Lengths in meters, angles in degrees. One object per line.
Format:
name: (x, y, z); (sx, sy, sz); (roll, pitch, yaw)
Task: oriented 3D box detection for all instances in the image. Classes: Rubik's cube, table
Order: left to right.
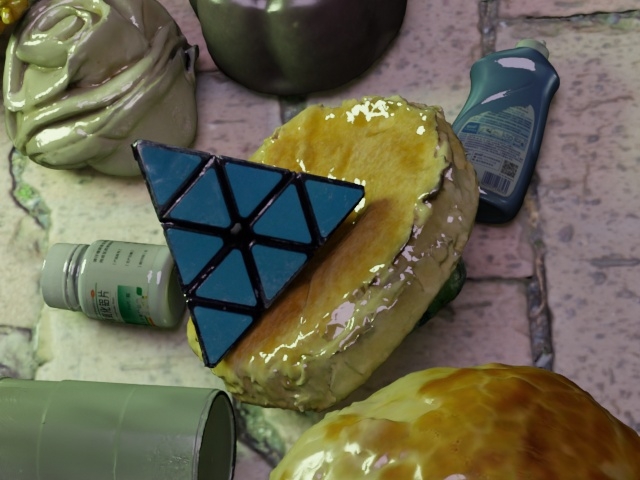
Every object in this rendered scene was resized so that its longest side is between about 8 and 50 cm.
table: (-0.197, 0.191, 1.461); (0.220, 0.126, 0.126); (2, 62, 12)
Rubik's cube: (-0.047, -0.033, 1.452); (0.178, 0.211, 0.190); (-14, 18, 5)

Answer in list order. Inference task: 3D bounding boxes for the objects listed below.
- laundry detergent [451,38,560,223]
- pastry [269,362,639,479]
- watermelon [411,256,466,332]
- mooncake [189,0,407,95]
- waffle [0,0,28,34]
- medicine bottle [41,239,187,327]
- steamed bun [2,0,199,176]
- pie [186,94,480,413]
laundry detergent: (0.179, -0.118, 1.590); (0.097, 0.061, 0.206); (15, 65, 21)
pastry: (0.140, 0.267, 1.200); (0.313, 0.389, 0.388); (-36, 51, 38)
watermelon: (0.037, 0.030, 1.538); (0.187, 0.071, 0.139); (-27, 56, -3)
mooncake: (-0.028, -0.276, 1.684); (0.245, 0.133, 0.244); (-6, 54, 8)
waffle: (-0.360, -0.239, 1.701); (0.231, 0.051, 0.229); (-55, 22, -19)
medicine bottle: (-0.200, 0.040, 1.570); (0.130, 0.080, 0.080); (4, 63, 14)
steamed bun: (-0.234, -0.181, 1.660); (0.211, 0.144, 0.218); (-4, 62, 9)
pie: (0.000, 0.000, 1.484); (0.339, 0.083, 0.339); (-27, 42, 27)
